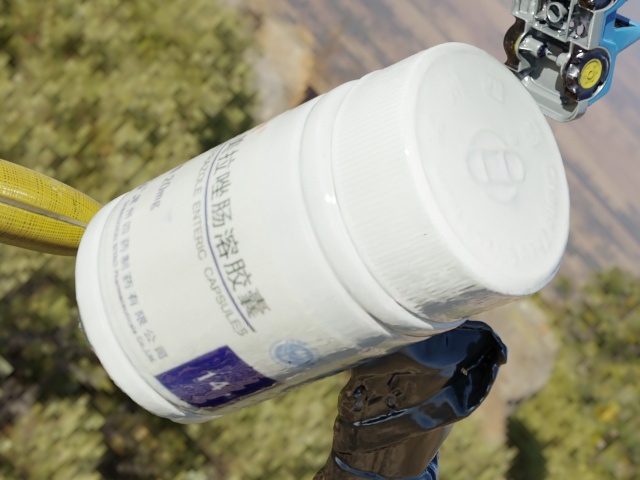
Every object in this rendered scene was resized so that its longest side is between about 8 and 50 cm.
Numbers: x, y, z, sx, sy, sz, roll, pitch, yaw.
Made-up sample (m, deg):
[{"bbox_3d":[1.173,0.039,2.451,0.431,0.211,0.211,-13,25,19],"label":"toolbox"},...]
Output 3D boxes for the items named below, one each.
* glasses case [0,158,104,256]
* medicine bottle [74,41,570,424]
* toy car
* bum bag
[{"bbox_3d":[-0.263,-0.034,1.485,0.234,0.064,0.079,19,-1,-43],"label":"glasses case"},{"bbox_3d":[0.000,0.000,1.358,0.190,0.332,0.190,30,49,-40],"label":"medicine bottle"},{"bbox_3d":[0.228,-0.207,1.638,0.100,0.191,0.097,-15,34,-37],"label":"toy car"},{"bbox_3d":[0.068,0.164,1.559,0.142,0.326,0.079,-10,52,-20],"label":"bum bag"}]
